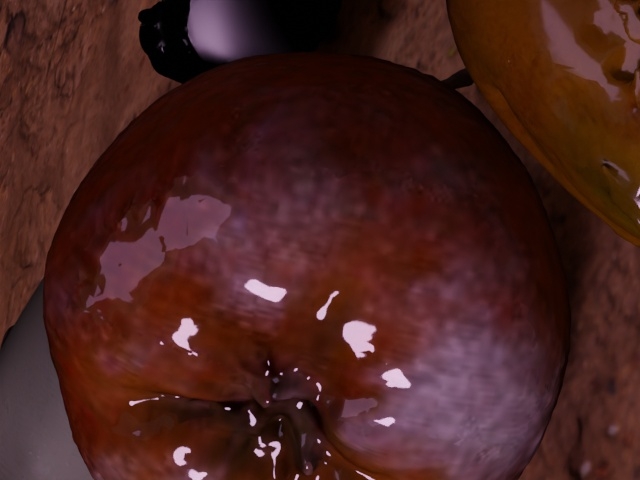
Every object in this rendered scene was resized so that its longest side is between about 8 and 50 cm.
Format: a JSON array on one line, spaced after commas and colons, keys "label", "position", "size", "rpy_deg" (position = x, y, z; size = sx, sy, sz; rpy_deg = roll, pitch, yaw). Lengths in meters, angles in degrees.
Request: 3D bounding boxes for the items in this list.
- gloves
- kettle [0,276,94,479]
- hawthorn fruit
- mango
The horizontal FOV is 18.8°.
[{"label": "gloves", "position": [-0.049, -0.164, 1.211], "size": [0.164, 0.124, 0.203], "rpy_deg": [-42, 12, 15]}, {"label": "kettle", "position": [-0.089, 0.099, 1.103], "size": [0.255, 0.165, 0.240], "rpy_deg": [-46, 65, 47]}, {"label": "hawthorn fruit", "position": [-0.012, 0.028, 0.876], "size": [0.263, 0.235, 0.231], "rpy_deg": [-146, 65, -71]}, {"label": "mango", "position": [0.129, -0.089, 0.781], "size": [0.156, 0.151, 0.249], "rpy_deg": [87, 168, -45]}]
